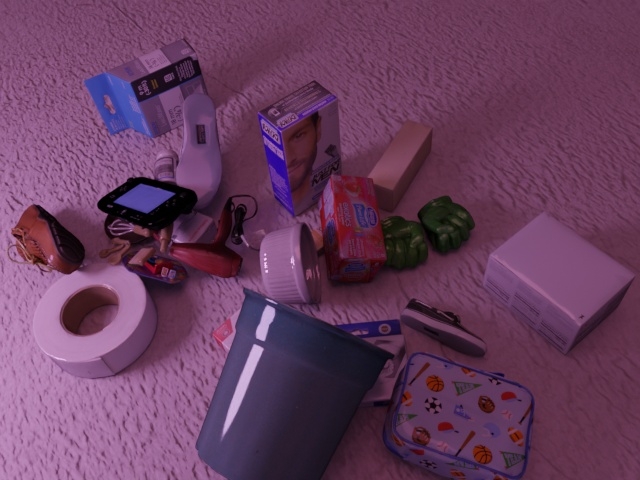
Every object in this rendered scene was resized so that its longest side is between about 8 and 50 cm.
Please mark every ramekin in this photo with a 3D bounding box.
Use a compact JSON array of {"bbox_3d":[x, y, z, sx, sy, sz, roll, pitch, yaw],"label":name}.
[{"bbox_3d":[-0.075,0.064,1.528,0.109,0.207,0.207,-10,53,10],"label":"ramekin"}]

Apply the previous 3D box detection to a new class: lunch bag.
[{"bbox_3d":[0.298,0.372,1.290,0.304,0.115,0.243,19,51,5],"label":"lunch bag"}]

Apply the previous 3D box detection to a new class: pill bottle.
[{"bbox_3d":[-0.459,-0.204,1.840,0.078,0.078,0.137,-10,53,-2],"label":"pill bottle"}]

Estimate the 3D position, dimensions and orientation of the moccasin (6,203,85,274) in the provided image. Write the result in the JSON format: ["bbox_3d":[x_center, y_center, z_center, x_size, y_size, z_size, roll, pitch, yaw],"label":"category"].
[{"bbox_3d":[-0.743,0.012,1.631,0.380,0.139,0.147,28,73,43],"label":"moccasin"}]

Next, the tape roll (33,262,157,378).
[{"bbox_3d":[-0.561,0.198,1.539,0.286,0.100,0.286,-3,53,3],"label":"tape roll"}]

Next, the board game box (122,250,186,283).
[{"bbox_3d":[-0.431,0.055,1.611,0.169,0.033,0.133,17,21,-11],"label":"board game box"}]

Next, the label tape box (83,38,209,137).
[{"bbox_3d":[-0.531,-0.455,1.934,0.334,0.240,0.106,-29,58,-14],"label":"label tape box"}]

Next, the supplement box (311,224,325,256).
[{"bbox_3d":[0.000,0.000,1.666,0.098,0.036,0.062,-35,59,-20],"label":"supplement box"}]

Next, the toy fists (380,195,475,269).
[{"bbox_3d":[0.272,-0.020,1.617,0.279,0.096,0.142,-21,55,-12],"label":"toy fists"}]

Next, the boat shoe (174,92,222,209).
[{"bbox_3d":[-0.365,-0.243,1.823,0.136,0.156,0.366,-3,69,-11],"label":"boat shoe"}]

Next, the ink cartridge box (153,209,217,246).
[{"bbox_3d":[-0.381,-0.030,1.711,0.151,0.063,0.109,22,60,20],"label":"ink cartridge box"}]

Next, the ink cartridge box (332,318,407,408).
[{"bbox_3d":[0.094,0.282,1.442,0.224,0.045,0.223,-6,53,1],"label":"ink cartridge box"}]

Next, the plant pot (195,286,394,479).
[{"bbox_3d":[-0.069,0.315,1.241,0.341,0.341,0.334,21,80,20],"label":"plant pot"}]

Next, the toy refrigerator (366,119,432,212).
[{"bbox_3d":[0.225,-0.219,1.765,0.094,0.102,0.269,22,59,20],"label":"toy refrigerator"}]

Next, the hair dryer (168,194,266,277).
[{"bbox_3d":[-0.266,0.003,1.649,0.294,0.080,0.223,-20,59,-30],"label":"hair dryer"}]

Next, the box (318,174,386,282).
[{"bbox_3d":[0.079,-0.031,1.590,0.123,0.128,0.256,3,58,-16],"label":"box"}]

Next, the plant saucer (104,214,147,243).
[{"bbox_3d":[-0.537,-0.052,1.766,0.169,0.029,0.168,-2,54,3],"label":"plant saucer"}]

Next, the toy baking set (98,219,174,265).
[{"bbox_3d":[-0.486,-0.020,1.637,0.197,0.030,0.256,-8,38,5],"label":"toy baking set"}]

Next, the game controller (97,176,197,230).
[{"bbox_3d":[-0.479,-0.106,1.680,0.319,0.067,0.166,16,37,41],"label":"game controller"}]

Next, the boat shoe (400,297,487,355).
[{"bbox_3d":[0.300,0.201,1.461,0.219,0.077,0.070,25,61,24],"label":"boat shoe"}]

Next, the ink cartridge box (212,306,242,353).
[{"bbox_3d":[-0.149,0.258,1.472,0.198,0.067,0.115,36,65,29],"label":"ink cartridge box"}]

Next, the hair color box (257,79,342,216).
[{"bbox_3d":[-0.045,-0.240,1.660,0.185,0.338,0.110,-35,57,-19],"label":"hair color box"}]

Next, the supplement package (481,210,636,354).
[{"bbox_3d":[0.562,0.096,1.469,0.204,0.145,0.262,-35,58,-19],"label":"supplement package"}]
